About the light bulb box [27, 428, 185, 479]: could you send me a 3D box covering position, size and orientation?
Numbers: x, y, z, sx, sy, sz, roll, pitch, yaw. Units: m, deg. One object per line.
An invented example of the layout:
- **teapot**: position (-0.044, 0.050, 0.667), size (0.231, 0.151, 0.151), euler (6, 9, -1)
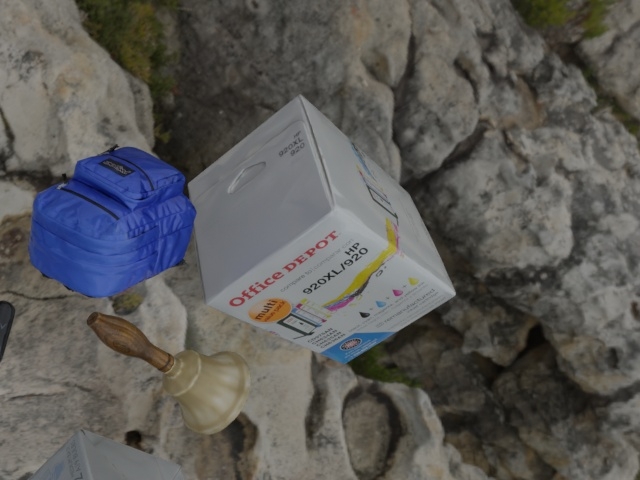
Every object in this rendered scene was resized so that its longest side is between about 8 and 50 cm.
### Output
- **light bulb box**: position (-0.323, 0.521, 0.792), size (0.361, 0.358, 0.225), euler (-45, 133, 1)

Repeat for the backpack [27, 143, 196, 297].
- **backpack**: position (-0.172, -0.018, 0.494), size (0.098, 0.101, 0.120), euler (22, 28, 16)

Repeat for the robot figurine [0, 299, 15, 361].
- **robot figurine**: position (-0.577, 0.122, 0.860), size (0.209, 0.173, 0.278), euler (47, 27, -39)

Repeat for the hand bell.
- **hand bell**: position (-0.211, 0.159, 0.809), size (0.242, 0.126, 0.126), euler (47, 46, -44)

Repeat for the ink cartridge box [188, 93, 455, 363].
- **ink cartridge box**: position (0.000, 0.000, 0.672), size (0.232, 0.171, 0.168), euler (33, 30, -44)
